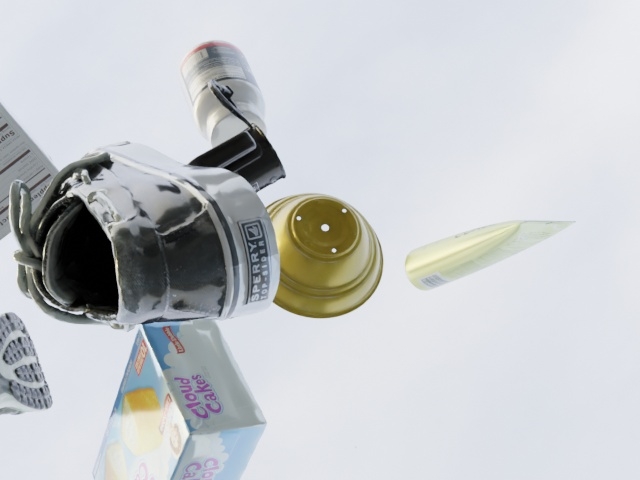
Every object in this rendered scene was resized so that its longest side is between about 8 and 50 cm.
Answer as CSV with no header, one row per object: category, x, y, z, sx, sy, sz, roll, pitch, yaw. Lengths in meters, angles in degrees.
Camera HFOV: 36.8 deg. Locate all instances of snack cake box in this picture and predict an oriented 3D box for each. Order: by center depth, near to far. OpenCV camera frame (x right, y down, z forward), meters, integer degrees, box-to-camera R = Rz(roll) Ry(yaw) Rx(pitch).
snack cake box,-0.162,0.227,1.041,0.089,0.264,0.152,-2,-137,-32

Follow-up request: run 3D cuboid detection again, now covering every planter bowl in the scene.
planter bowl,0.000,0.000,1.433,0.217,0.090,0.217,6,-120,-10

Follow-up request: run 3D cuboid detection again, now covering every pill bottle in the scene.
pill bottle,-0.137,-0.200,1.382,0.108,0.108,0.180,-21,-135,-2

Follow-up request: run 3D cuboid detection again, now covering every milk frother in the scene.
milk frother,-0.140,-0.115,1.237,0.135,0.129,0.143,-32,-121,-10

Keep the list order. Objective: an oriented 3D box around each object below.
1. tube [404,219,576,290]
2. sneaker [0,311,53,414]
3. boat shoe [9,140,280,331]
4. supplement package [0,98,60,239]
tube,0.207,0.008,1.232,0.062,0.240,0.070,47,-126,-14
sneaker,-0.514,0.201,1.329,0.182,0.410,0.158,-19,-95,7
boat shoe,-0.139,0.003,0.606,0.105,0.306,0.113,-13,-73,-28
supplement package,-0.410,-0.125,1.046,0.134,0.139,0.244,-39,-62,-8
